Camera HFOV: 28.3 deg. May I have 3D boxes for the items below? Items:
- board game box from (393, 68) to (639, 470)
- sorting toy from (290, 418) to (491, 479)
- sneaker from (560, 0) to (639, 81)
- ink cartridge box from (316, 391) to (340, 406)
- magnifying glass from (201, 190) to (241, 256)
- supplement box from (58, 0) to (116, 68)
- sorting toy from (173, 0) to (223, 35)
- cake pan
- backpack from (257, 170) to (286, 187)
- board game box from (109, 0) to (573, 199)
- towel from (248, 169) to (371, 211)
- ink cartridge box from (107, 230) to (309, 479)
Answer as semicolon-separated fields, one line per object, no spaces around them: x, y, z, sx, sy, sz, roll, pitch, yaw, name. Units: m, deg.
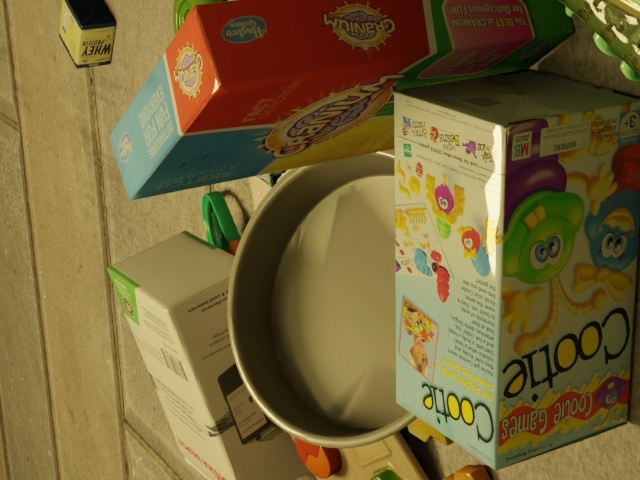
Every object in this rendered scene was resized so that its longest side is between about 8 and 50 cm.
0.156;0.017;1.018;0.144;0.142;0.275;29;126;54;board game box
0.060;0.239;1.363;0.229;0.041;0.307;62;149;8;sorting toy
0.229;-0.141;0.841;0.410;0.158;0.182;50;159;50;sneaker
0.045;0.126;1.298;0.063;0.115;0.029;38;139;50;ink cartridge box
-0.112;0.003;1.604;0.231;0.026;0.092;-133;35;-63;magnifying glass
-0.357;-0.322;1.935;0.083;0.056;0.083;58;147;33;supplement box
-0.203;-0.282;1.591;0.365;0.126;0.127;63;149;28;sorting toy
0.036;0.053;1.225;0.293;0.054;0.293;-8;76;36;cake pan
-0.073;-0.144;1.347;0.173;0.117;0.158;-83;0;-57;backpack
0.011;-0.129;1.044;0.242;0.317;0.064;-38;67;61;board game box
0.000;0.000;1.407;0.282;0.049;0.187;-3;98;62;towel
-0.133;0.157;1.574;0.211;0.122;0.289;24;137;58;ink cartridge box
